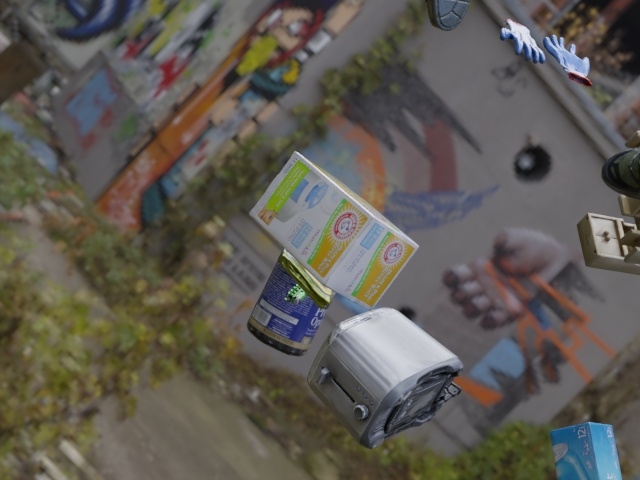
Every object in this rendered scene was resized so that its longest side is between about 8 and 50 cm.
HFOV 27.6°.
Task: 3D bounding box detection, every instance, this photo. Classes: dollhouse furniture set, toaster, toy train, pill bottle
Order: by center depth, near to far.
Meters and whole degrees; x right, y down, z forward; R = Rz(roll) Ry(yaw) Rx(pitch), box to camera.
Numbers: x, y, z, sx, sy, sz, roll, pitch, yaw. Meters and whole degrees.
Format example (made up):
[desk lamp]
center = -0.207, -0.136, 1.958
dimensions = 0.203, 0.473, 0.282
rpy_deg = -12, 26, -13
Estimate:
[toaster]
center = 0.090, 0.181, 1.796
dimensions = 0.146, 0.129, 0.227
rpy_deg = 42, 33, 24
[toy train]
center = -0.031, 0.079, 1.982
dimensions = 0.023, 0.017, 0.083
rpy_deg = 32, 24, 6
[pill bottle]
center = -0.036, 0.087, 2.349
dimensions = 0.123, 0.219, 0.123
rpy_deg = 26, 8, -4
[dollhouse furniture set]
center = 0.616, -0.043, 2.426
dimensions = 0.161, 0.242, 0.212
rpy_deg = 9, 55, -21

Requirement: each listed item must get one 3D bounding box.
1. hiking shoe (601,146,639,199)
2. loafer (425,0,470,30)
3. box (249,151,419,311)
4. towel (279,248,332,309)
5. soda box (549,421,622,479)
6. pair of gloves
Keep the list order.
[hiking shoe]
center = 0.461, -0.117, 1.713
dimensions = 0.227, 0.086, 0.114
rpy_deg = -6, -37, 43
[loafer]
center = 0.243, -0.538, 2.511
dimensions = 0.096, 0.267, 0.084
rpy_deg = 2, 8, -33
[box]
center = 0.016, -0.013, 1.733
dimensions = 0.103, 0.114, 0.203
rpy_deg = 31, 8, -43
[towel]
center = 0.000, 0.000, 1.944
dimensions = 0.102, 0.021, 0.237
rpy_deg = 50, 29, -18
[soda box]
center = 0.377, 0.361, 1.801
dimensions = 0.071, 0.067, 0.210
rpy_deg = 16, 61, -49
[pair of gloves]
center = 0.404, -0.343, 2.338
dimensions = 0.198, 0.023, 0.159
rpy_deg = 21, 29, -16
